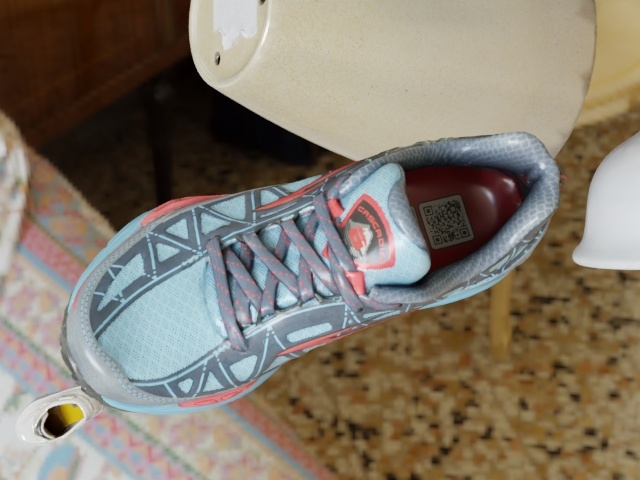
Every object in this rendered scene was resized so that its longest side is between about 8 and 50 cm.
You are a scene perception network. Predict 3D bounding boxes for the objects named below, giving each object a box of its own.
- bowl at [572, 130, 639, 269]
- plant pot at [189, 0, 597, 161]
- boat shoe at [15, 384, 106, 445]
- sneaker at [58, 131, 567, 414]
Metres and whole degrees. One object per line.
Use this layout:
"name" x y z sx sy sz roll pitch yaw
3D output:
"bowl" 0.365 -0.061 1.266 0.298 0.134 0.298 -7 5 1
"plant pot" 0.040 -0.174 1.193 0.274 0.256 0.256 5 24 -34
"boat shoe" -0.200 0.134 1.073 0.100 0.035 0.035 -24 10 36
"sneaker" 0.000 0.000 0.688 0.262 0.104 0.125 -22 -6 -21
